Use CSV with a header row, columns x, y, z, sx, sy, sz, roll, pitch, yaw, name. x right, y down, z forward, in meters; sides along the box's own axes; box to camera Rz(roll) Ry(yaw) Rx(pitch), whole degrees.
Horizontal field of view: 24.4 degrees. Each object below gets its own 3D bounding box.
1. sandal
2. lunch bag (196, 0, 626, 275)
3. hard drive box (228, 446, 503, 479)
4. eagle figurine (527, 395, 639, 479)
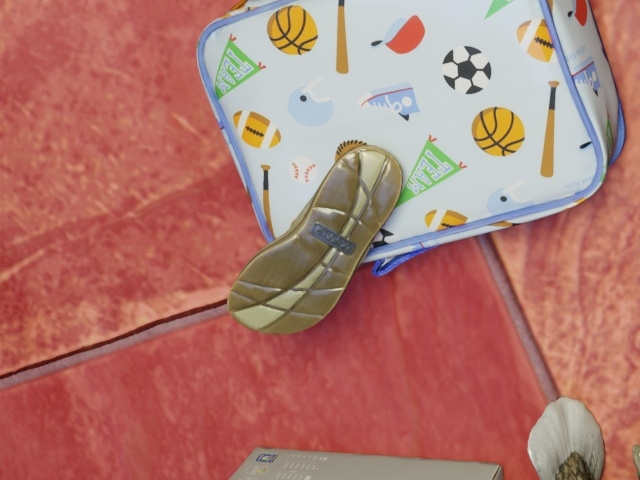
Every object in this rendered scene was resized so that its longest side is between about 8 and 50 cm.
x,y,z,sx,sy,sz,roll,pitch,yaw,name
0.000,0.000,1.111,0.072,0.049,0.180,34,109,-8,sandal
0.065,-0.103,1.121,0.303,0.115,0.243,-14,109,27,lunch bag
0.044,0.284,1.287,0.232,0.089,0.181,0,110,22,hard drive box
0.188,0.298,1.154,0.226,0.225,0.298,39,113,-4,eagle figurine
